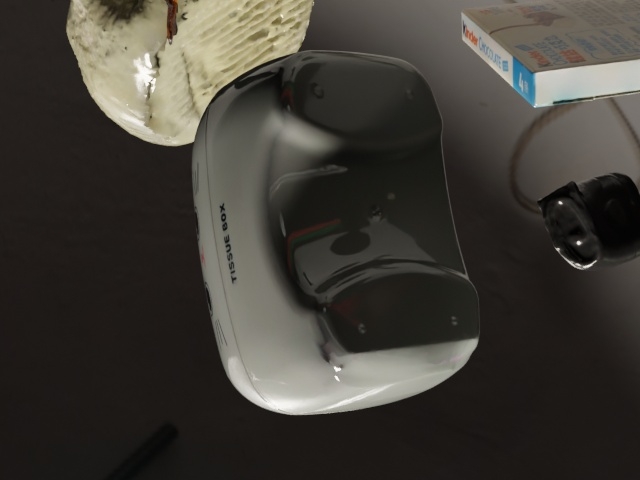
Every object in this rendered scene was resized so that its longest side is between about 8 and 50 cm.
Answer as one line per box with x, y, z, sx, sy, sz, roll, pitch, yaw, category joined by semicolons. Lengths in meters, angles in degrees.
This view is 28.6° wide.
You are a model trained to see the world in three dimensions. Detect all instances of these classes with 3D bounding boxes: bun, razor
-0.176;-0.292;1.609;0.211;0.360;0.359;42;95;22;bun
0.264;-0.017;1.199;0.054;0.148;0.090;-35;77;35;razor

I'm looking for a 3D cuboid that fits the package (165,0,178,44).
-0.154;-0.250;1.235;0.033;0.077;0.110;-19;105;-14;package

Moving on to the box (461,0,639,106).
0.325;-0.229;1.450;0.265;0.273;0.048;-7;116;-7;box

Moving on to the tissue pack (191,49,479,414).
0.000;0.000;1.221;0.229;0.236;0.333;-2;76;-32;tissue pack
